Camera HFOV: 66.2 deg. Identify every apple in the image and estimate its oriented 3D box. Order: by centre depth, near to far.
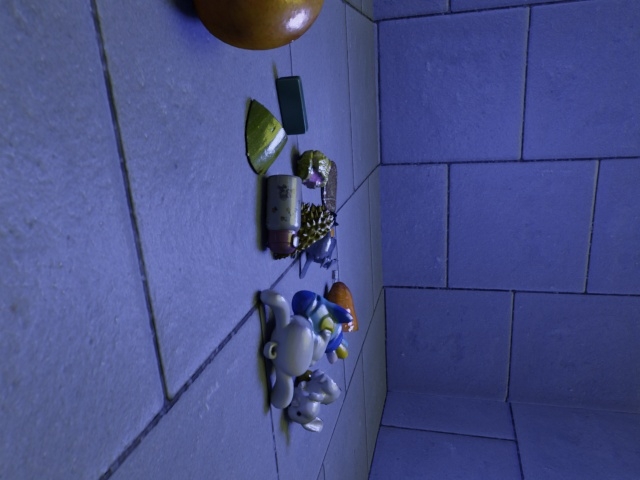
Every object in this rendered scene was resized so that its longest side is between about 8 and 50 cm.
[{"bbox_3d":[-0.138,-0.560,1.047,0.275,0.298,0.299,-40,131,-48],"label":"apple"}]

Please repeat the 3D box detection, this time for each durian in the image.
[{"bbox_3d":[-0.052,-0.050,1.653,0.306,0.172,0.167,-78,-173,-62],"label":"durian"}]

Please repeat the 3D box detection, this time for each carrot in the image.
[{"bbox_3d":[0.091,0.293,2.169,0.159,0.158,0.225,37,53,-71],"label":"carrot"}]

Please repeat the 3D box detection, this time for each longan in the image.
[{"bbox_3d":[-0.045,0.507,1.807,0.075,0.083,0.075,40,25,-23],"label":"longan"}]

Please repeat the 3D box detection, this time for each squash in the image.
[{"bbox_3d":[-0.142,-0.282,1.413,0.192,0.085,0.184,54,39,-63],"label":"squash"}]

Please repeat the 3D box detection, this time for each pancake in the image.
[{"bbox_3d":[0.048,-0.239,2.218,0.250,0.031,0.251,1,90,-75],"label":"pancake"}]

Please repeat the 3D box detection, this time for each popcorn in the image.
[{"bbox_3d":[-0.026,-0.259,1.778,0.126,0.125,0.145,-61,140,-43],"label":"popcorn"}]

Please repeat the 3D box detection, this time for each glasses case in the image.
[{"bbox_3d":[-0.091,-0.440,1.608,0.039,0.077,0.184,-71,157,-57],"label":"glasses case"}]

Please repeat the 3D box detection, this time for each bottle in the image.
[{"bbox_3d":[-0.112,-0.076,1.483,0.110,0.109,0.234,19,71,-74],"label":"bottle"}]

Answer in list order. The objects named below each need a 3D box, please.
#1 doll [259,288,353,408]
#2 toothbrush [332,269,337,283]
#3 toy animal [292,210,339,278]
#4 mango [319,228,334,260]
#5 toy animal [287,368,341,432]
[{"bbox_3d":[-0.048,0.299,1.584,0.365,0.187,0.377,-17,128,-45],"label":"doll"},{"bbox_3d":[0.064,0.309,2.306,0.030,0.025,0.343,17,74,-68],"label":"toothbrush"},{"bbox_3d":[-0.003,0.026,1.819,0.239,0.255,0.176,26,27,-51],"label":"toy animal"},{"bbox_3d":[0.002,-0.001,1.947,0.115,0.089,0.178,13,81,-60],"label":"mango"},{"bbox_3d":[-0.022,0.560,1.724,0.193,0.127,0.179,-51,138,-13],"label":"toy animal"}]
